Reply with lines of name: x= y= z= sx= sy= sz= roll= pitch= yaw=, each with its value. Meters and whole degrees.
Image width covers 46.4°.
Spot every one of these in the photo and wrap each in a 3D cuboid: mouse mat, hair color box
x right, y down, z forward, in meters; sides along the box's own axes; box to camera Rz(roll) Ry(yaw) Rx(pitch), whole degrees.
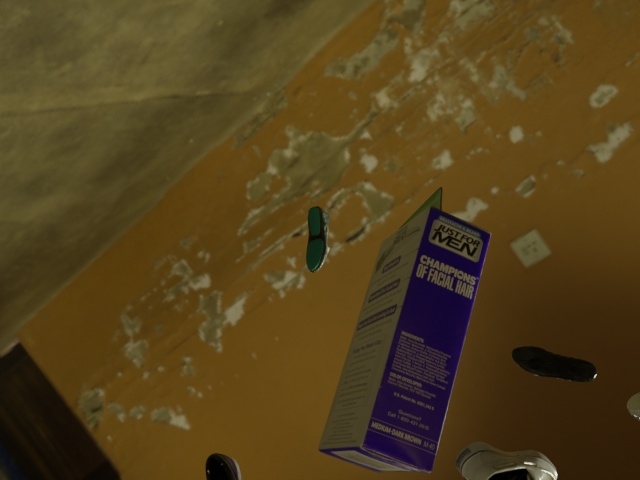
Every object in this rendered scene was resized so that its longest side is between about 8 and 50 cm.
mouse mat: x=0.200 y=-0.024 z=1.545 sx=0.153 sy=0.007 sz=0.190 roll=-47 pitch=-169 yaw=27
hair color box: x=0.116 y=0.142 z=1.039 sx=0.185 sy=0.110 sz=0.339 roll=137 pitch=-27 yaw=-67

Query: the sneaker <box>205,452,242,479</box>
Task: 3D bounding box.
sneaker: x=-0.232 y=0.678 z=1.884 sx=0.107 sy=0.283 sz=0.124 roll=-25 pitch=154 yaw=-3

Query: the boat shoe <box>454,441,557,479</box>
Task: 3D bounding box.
boat shoe: x=0.367 y=0.444 z=1.395 sx=0.096 sy=0.267 sz=0.088 roll=-56 pitch=-144 yaw=9

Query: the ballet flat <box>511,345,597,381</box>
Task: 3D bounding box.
ballet flat: x=0.480 y=0.258 z=1.538 sx=0.049 sy=0.173 sz=0.058 roll=37 pitch=68 yaw=-69

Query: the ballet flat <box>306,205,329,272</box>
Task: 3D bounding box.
ballet flat: x=0.000 y=0.000 z=2.033 sx=0.070 sy=0.189 sz=0.070 roll=3 pitch=164 yaw=1

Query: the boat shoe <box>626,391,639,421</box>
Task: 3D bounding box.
boat shoe: x=0.612 y=0.300 z=1.269 sx=0.066 sy=0.063 sz=0.184 roll=-49 pitch=-164 yaw=-31
